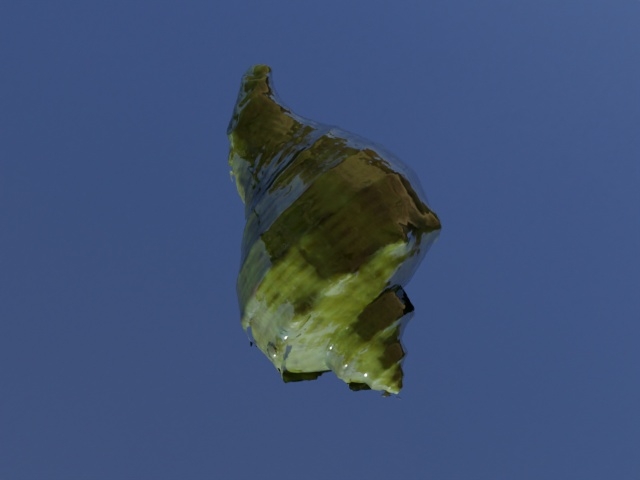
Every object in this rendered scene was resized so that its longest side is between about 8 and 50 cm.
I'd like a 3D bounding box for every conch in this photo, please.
[{"bbox_3d":[0.000,0.000,0.390,0.074,0.089,0.121,-23,-113,-11],"label":"conch"}]
